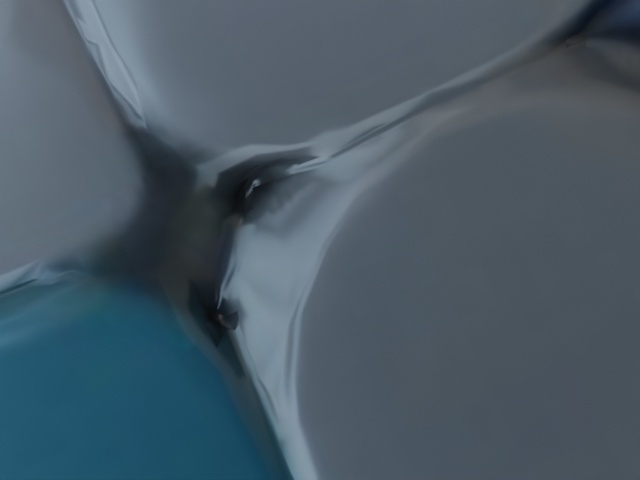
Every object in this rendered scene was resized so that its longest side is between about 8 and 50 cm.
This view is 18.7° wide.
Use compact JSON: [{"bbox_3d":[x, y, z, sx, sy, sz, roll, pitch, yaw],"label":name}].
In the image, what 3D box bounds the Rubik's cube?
[{"bbox_3d":[0.000,0.000,0.540,0.346,0.347,0.344,66,171,-15],"label":"Rubik's cube"}]
